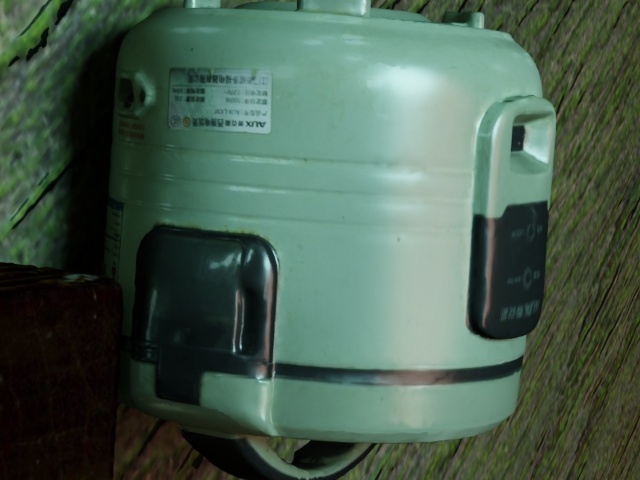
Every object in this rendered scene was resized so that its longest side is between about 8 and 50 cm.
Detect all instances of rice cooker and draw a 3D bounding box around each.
[{"bbox_3d":[0.000,0.000,0.876,0.226,0.226,0.244,-3,102,-62],"label":"rice cooker"}]

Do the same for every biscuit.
[{"bbox_3d":[-0.176,0.071,0.724,0.252,0.070,0.106,-7,103,-61],"label":"biscuit"}]
